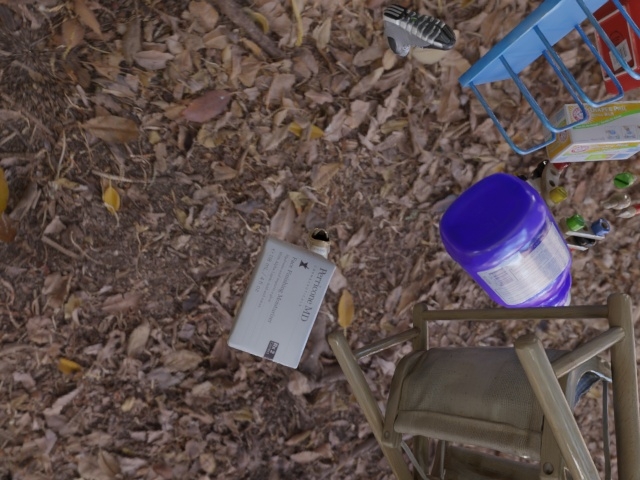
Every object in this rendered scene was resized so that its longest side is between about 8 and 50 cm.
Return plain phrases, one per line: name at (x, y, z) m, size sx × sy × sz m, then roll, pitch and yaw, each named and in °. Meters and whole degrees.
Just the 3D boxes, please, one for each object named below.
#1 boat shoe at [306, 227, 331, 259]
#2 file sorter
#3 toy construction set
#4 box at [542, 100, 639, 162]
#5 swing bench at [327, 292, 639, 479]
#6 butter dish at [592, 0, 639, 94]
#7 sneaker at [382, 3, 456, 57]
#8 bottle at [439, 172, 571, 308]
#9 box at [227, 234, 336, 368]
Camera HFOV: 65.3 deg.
boat shoe at (0.000, 0.000, 1.219) m, size 0.063 × 0.170 × 0.059 m, roll 12°, pitch 106°, yaw -7°
file sorter at (0.249, -0.175, 0.480) m, size 0.118 × 0.170 × 0.104 m, roll -23°, pitch 80°, yaw -41°
toy construction set at (0.574, -0.075, 1.193) m, size 0.237 × 0.309 × 0.257 m, roll -13°, pitch 97°, yaw -35°
box at (0.659, -0.258, 1.192) m, size 0.203 × 0.114 × 0.103 m, roll -4°, pitch 76°, yaw -3°
swing bench at (0.160, 0.195, 0.483) m, size 0.165 × 0.253 × 0.254 m, roll -10°, pitch 89°, yaw -36°
butter dish at (0.548, -0.341, 0.833) m, size 0.118 × 0.160 × 0.159 m, roll -13°, pitch 96°, yaw 4°
sneaker at (0.277, -0.572, 1.430) m, size 0.086 × 0.229 × 0.132 m, roll -46°, pitch 160°, yaw -22°
bottle at (0.255, 0.027, 0.639) m, size 0.118 × 0.092 × 0.283 m, roll -43°, pitch 137°, yaw 12°
box at (-0.068, 0.095, 0.856) m, size 0.119 × 0.182 × 0.180 m, roll 21°, pitch 90°, yaw -7°
